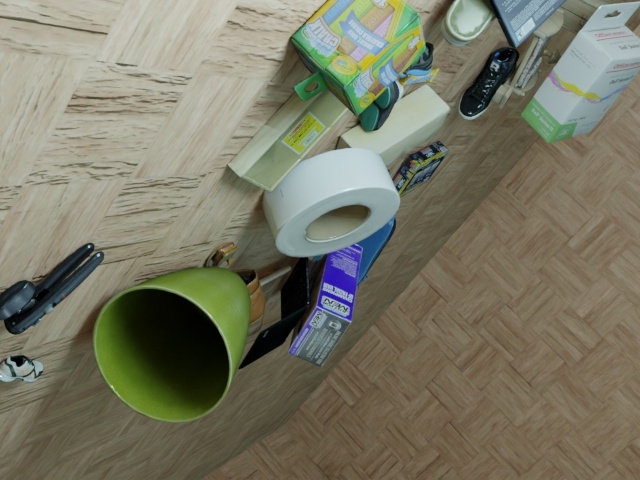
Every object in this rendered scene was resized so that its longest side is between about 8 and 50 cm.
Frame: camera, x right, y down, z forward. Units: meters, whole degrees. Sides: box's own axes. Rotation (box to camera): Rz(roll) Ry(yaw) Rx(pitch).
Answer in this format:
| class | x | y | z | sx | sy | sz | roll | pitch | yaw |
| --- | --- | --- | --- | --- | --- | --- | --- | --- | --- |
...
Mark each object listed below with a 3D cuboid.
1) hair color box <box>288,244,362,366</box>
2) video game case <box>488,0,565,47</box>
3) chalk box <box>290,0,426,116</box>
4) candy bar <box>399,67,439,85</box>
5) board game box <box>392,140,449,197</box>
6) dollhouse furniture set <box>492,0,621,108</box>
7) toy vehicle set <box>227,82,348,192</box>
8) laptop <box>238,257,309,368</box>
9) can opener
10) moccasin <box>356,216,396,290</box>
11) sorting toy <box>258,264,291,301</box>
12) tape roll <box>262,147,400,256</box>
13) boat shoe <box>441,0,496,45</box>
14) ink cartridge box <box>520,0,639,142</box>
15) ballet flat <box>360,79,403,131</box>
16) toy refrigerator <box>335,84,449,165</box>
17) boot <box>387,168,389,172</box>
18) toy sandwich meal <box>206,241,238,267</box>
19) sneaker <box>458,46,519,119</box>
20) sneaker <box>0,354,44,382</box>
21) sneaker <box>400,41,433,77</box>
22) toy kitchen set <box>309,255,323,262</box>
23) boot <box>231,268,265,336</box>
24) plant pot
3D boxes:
| class | x | y | z | sx | sy | sz | roll | pitch | yaw |
| --- | --- | --- | --- | --- | --- | --- | --- | --- | --- |
| hair color box | 0.017 | 0.156 | 2.106 | 0.339 | 0.110 | 0.185 | -79 | -164 | -56 |
| video game case | 0.381 | -0.526 | 1.441 | 0.196 | 0.026 | 0.274 | -44 | 130 | -2 |
| chalk box | 0.048 | -0.301 | 1.250 | 0.213 | 0.132 | 0.132 | -45 | 164 | 2 |
| candy bar | 0.220 | -0.365 | 1.734 | 0.161 | 0.018 | 0.040 | -24 | 154 | -53 |
| board game box | 0.282 | -0.205 | 2.247 | 0.170 | 0.048 | 0.141 | -29 | 160 | -44 |
| dollhouse furniture set | 0.624 | -0.504 | 1.940 | 0.355 | 0.173 | 0.303 | -50 | 166 | -34 |
| toy vehicle set | -0.041 | -0.209 | 1.441 | 0.267 | 0.035 | 0.166 | -46 | 164 | 5 |
| laptop | -0.125 | 0.184 | 2.051 | 0.136 | 0.264 | 0.234 | 9 | 145 | -18 |
| can opener | -0.412 | 0.074 | 1.192 | 0.186 | 0.059 | 0.073 | -38 | 163 | -21 |
| moccasin | 0.121 | 0.057 | 2.354 | 0.342 | 0.138 | 0.117 | -46 | 169 | 8 |
| sorting toy | -0.186 | 0.150 | 2.013 | 0.193 | 0.038 | 0.208 | -27 | 161 | -47 |
| tape roll | 0.021 | -0.076 | 1.645 | 0.286 | 0.100 | 0.286 | -18 | 157 | -8 |
| boat shoe | 0.347 | -0.516 | 1.533 | 0.302 | 0.113 | 0.103 | -46 | -175 | 0 |
| ink cartridge box | 0.697 | -0.425 | 1.971 | 0.207 | 0.119 | 0.353 | -17 | 150 | -36 |
| ballet flat | 0.131 | -0.296 | 1.593 | 0.074 | 0.074 | 0.203 | -39 | 170 | -19 |
| toy refrigerator | 0.158 | -0.243 | 1.753 | 0.269 | 0.094 | 0.102 | -34 | 163 | -25 |
| boot | 0.140 | -0.143 | 2.062 | 0.118 | 0.042 | 0.087 | -32 | 162 | -37 |
| toy sandwich meal | -0.208 | 0.036 | 1.659 | 0.085 | 0.029 | 0.085 | -40 | 164 | -14 |
| sneaker | 0.440 | -0.427 | 2.038 | 0.217 | 0.079 | 0.121 | -50 | 163 | -12 |
| sneaker | -0.515 | 0.220 | 1.345 | 0.044 | 0.040 | 0.109 | -49 | 164 | 8 |
| sneaker | 0.169 | -0.368 | 1.540 | 0.188 | 0.067 | 0.078 | -21 | 131 | -51 |
| toy kitchen set | 0.000 | 0.000 | 1.922 | 0.166 | 0.122 | 0.207 | -50 | 163 | 20 |
| boot | -0.255 | 0.185 | 1.804 | 0.283 | 0.109 | 0.220 | -20 | 146 | -17 |
| plant pot | -0.253 | 0.165 | 1.530 | 0.275 | 0.274 | 0.293 | -51 | 180 | 23 |
